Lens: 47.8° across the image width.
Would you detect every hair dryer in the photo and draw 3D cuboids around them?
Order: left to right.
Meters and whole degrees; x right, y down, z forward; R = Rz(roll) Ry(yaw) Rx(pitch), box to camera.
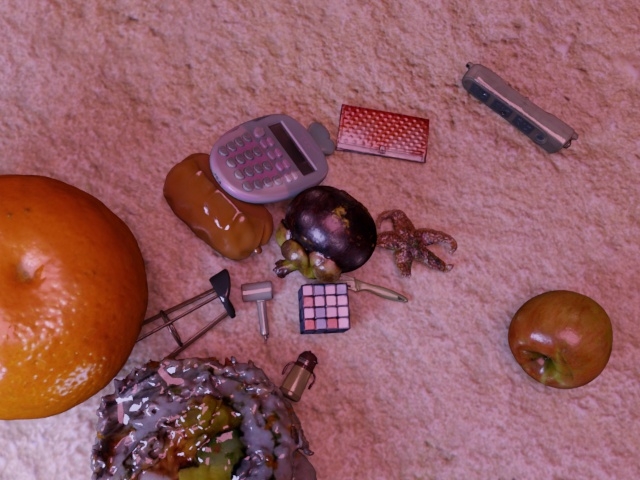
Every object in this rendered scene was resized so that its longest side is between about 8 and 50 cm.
[{"bbox_3d":[-0.121,0.145,1.441,0.063,0.038,0.124,-7,86,-6],"label":"hair dryer"}]

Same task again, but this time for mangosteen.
[{"bbox_3d":[0.000,0.000,1.406,0.192,0.192,0.217,42,90,4],"label":"mangosteen"}]

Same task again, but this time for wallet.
[{"bbox_3d":[0.135,-0.229,1.550,0.197,0.020,0.103,9,78,-4],"label":"wallet"}]

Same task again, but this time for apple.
[{"bbox_3d":[0.474,0.189,1.415,0.196,0.196,0.195,1,78,-6],"label":"apple"}]

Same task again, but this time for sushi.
[{"bbox_3d":[-0.207,0.393,1.265,0.418,0.175,0.417,-2,59,3],"label":"sushi"}]

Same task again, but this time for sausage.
[{"bbox_3d":[-0.200,-0.064,1.428,0.241,0.120,0.136,41,121,5],"label":"sausage"}]

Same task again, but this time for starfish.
[{"bbox_3d":[0.176,0.010,1.500,0.210,0.053,0.150,3,65,-1],"label":"starfish"}]

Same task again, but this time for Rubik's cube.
[{"bbox_3d":[0.006,0.135,1.422,0.092,0.092,0.092,-2,78,-7],"label":"Rubik's cube"}]

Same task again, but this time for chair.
[{"bbox_3d":[-0.250,0.152,1.398,0.222,0.104,0.095,-34,110,-7],"label":"chair"}]

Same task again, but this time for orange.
[{"bbox_3d":[-0.514,0.099,1.258,0.424,0.326,0.423,8,71,-23],"label":"orange"}]

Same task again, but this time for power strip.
[{"bbox_3d":[0.422,-0.287,1.563,0.286,0.080,0.048,39,79,3],"label":"power strip"}]

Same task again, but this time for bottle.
[{"bbox_3d":[-0.039,0.264,1.418,0.063,0.047,0.101,41,69,-34],"label":"bottle"}]

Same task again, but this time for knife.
[{"bbox_3d":[0.081,0.094,1.481,0.207,0.014,0.030,19,76,0],"label":"knife"}]

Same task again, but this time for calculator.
[{"bbox_3d":[-0.088,-0.168,1.453,0.299,0.041,0.185,-27,76,-38],"label":"calculator"}]
